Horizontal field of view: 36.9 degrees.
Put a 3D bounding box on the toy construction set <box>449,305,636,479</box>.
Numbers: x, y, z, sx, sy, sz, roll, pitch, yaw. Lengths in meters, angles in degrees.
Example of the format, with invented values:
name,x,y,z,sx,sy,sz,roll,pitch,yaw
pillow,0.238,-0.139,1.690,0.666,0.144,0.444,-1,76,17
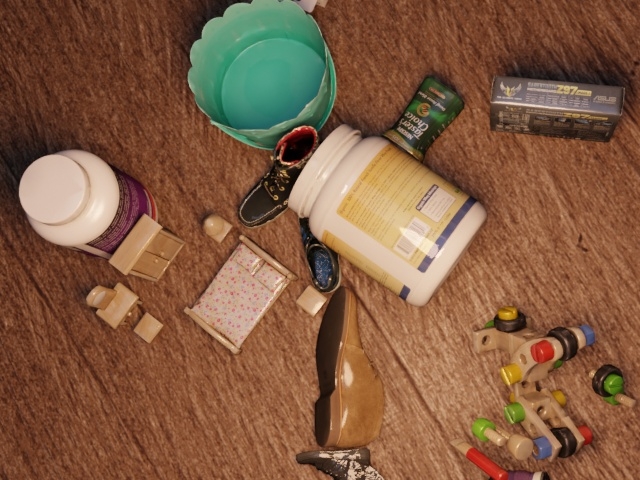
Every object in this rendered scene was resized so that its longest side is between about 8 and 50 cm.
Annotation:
name,x,y,z,sx,sy,sz,roll,pitch,yaw
toy construction set,0.348,0.264,1.718,0.309,0.257,0.237,-39,32,-14

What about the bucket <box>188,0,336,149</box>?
name,x,y,z,sx,sy,sz,roll,pitch,yaw
bucket,-0.104,-0.317,1.885,0.281,0.183,0.281,-2,81,10

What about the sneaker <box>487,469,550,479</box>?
name,x,y,z,sx,sy,sz,roll,pitch,yaw
sneaker,0.350,0.557,1.721,0.124,0.107,0.283,-4,76,24

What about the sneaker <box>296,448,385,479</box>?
name,x,y,z,sx,sy,sz,roll,pitch,yaw
sneaker,0.040,0.439,1.803,0.170,0.051,0.089,-4,76,6

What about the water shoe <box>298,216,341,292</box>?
name,x,y,z,sx,sy,sz,roll,pitch,yaw
water shoe,0.000,0.000,1.867,0.073,0.080,0.203,-16,78,7

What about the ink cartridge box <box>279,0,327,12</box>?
name,x,y,z,sx,sy,sz,roll,pitch,yaw
ink cartridge box,-0.021,-0.553,1.970,0.104,0.061,0.181,23,85,13

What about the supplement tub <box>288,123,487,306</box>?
name,x,y,z,sx,sy,sz,roll,pitch,yaw
supplement tub,0.121,-0.051,1.770,0.316,0.228,0.228,36,88,9

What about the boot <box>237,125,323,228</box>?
name,x,y,z,sx,sy,sz,roll,pitch,yaw
boot,-0.081,-0.124,1.850,0.236,0.178,0.085,-39,77,1

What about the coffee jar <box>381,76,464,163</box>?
name,x,y,z,sx,sy,sz,roll,pitch,yaw
coffee jar,0.192,-0.221,1.871,0.096,0.079,0.184,36,89,13

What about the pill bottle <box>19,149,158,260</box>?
name,x,y,z,sx,sy,sz,roll,pitch,yaw
pill bottle,-0.442,-0.067,1.829,0.182,0.323,0.181,-1,81,9

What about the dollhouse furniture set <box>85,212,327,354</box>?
name,x,y,z,sx,sy,sz,roll,pitch,yaw
dollhouse furniture set,-0.224,0.121,1.839,0.356,0.174,0.303,36,89,14

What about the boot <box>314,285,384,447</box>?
name,x,y,z,sx,sy,sz,roll,pitch,yaw
boot,0.059,0.241,1.826,0.115,0.112,0.305,7,76,-19

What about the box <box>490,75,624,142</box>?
name,x,y,z,sx,sy,sz,roll,pitch,yaw
box,0.433,-0.243,1.780,0.233,0.183,0.059,7,82,12
